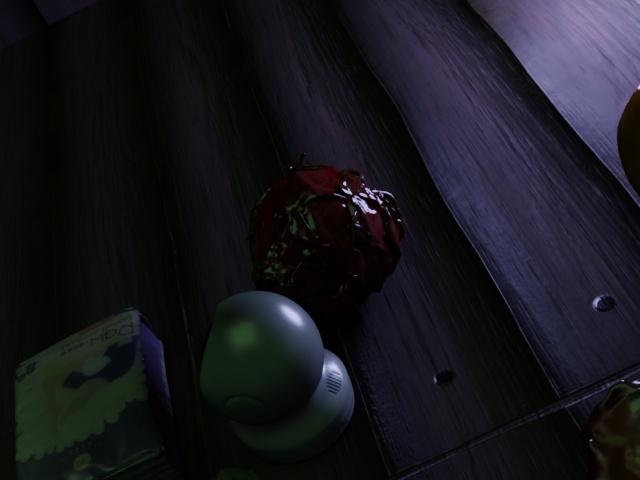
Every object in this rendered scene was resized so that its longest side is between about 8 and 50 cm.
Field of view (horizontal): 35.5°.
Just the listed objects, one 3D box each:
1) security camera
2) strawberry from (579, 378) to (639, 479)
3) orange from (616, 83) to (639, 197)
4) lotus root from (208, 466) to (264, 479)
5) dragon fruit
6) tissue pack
[{"bbox_3d":[-0.073,0.180,1.414,0.194,0.236,0.194,-15,43,14],"label":"security camera"},{"bbox_3d":[0.432,0.291,1.074,0.265,0.149,0.336,-20,49,1],"label":"strawberry"},{"bbox_3d":[0.540,-0.140,1.384,0.246,0.246,0.246,-17,40,15],"label":"orange"},{"bbox_3d":[-0.125,0.369,1.367,0.143,0.070,0.144,-31,38,-3],"label":"lotus root"},{"bbox_3d":[0.000,0.000,1.563,0.244,0.244,0.299,-1,29,31],"label":"dragon fruit"},{"bbox_3d":[-0.351,0.280,1.557,0.242,0.125,0.343,-27,38,2],"label":"tissue pack"}]
